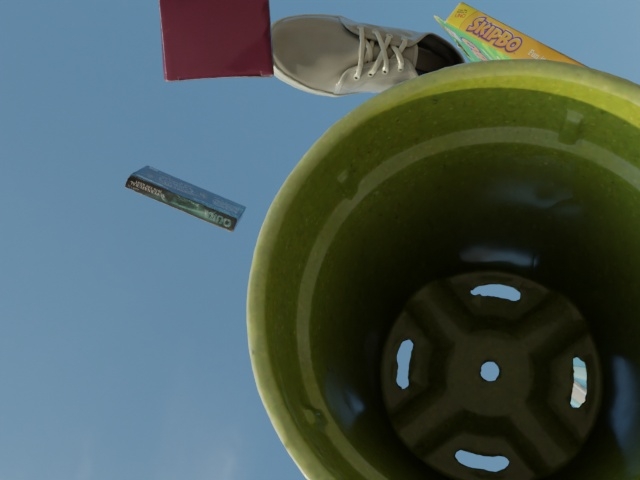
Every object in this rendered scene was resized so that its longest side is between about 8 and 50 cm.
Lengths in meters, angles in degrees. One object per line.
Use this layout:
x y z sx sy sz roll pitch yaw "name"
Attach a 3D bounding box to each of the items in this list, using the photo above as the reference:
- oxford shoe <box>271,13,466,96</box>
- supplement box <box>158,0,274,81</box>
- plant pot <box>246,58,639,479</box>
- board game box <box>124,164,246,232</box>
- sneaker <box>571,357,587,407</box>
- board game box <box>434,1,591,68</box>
0.101 -0.361 1.553 0.449 0.130 0.169 6 -97 -24 "oxford shoe"
-0.104 -0.216 0.810 0.104 0.188 0.080 -3 -71 -5 "supplement box"
0.116 0.068 0.517 0.254 0.276 0.276 66 -141 -68 "plant pot"
-0.219 -0.070 1.303 0.186 0.126 0.026 23 -78 -4 "board game box"
0.495 0.192 1.247 0.319 0.208 0.127 32 -156 2 "sneaker"
0.228 -0.157 0.787 0.039 0.259 0.124 -53 -39 5 "board game box"
